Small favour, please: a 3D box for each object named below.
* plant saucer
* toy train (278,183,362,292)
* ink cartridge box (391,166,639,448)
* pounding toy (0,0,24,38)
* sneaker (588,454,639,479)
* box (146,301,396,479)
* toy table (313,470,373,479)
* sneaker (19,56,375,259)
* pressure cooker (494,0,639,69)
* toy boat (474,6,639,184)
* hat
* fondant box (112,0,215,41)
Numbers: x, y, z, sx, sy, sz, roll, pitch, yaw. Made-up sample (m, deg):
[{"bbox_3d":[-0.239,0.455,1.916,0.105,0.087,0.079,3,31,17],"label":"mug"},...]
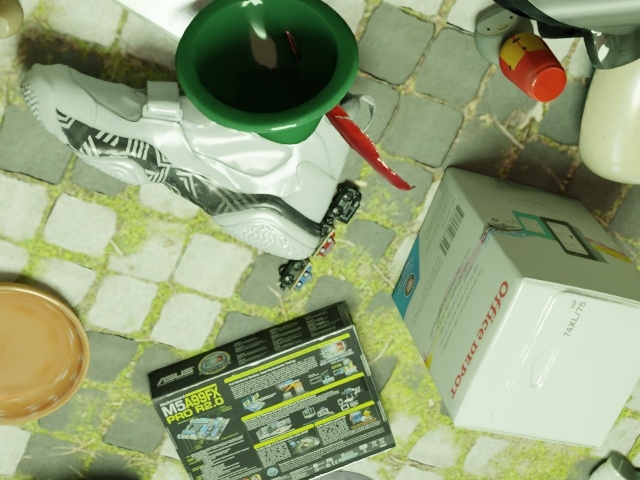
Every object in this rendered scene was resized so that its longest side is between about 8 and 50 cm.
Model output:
[{"bbox_3d":[-0.377,0.132,1.420,0.200,0.037,0.200,-6,121,-10],"label":"plant saucer"},{"bbox_3d":[0.000,0.000,1.440,0.036,0.027,0.158,23,112,-35],"label":"toy train"},{"bbox_3d":[0.236,0.076,1.395,0.197,0.270,0.198,12,116,-19],"label":"ink cartridge box"},{"bbox_3d":[-0.403,-0.259,1.122,0.269,0.154,0.155,34,107,-27],"label":"pounding toy"},{"bbox_3d":[0.454,0.367,1.747,0.152,0.054,0.061,35,122,-24],"label":"sneaker"},{"bbox_3d":[-0.058,0.220,1.532,0.270,0.060,0.216,-21,121,-1],"label":"box"},{"bbox_3d":[0.053,0.474,1.645,0.252,0.161,0.274,-28,122,3],"label":"toy table"},{"bbox_3d":[-0.120,-0.143,1.273,0.365,0.137,0.210,28,100,-18],"label":"sneaker"},{"bbox_3d":[0.300,-0.372,1.081,0.375,0.420,0.370,30,77,-36],"label":"pressure cooker"},{"bbox_3d":[0.333,-0.199,1.352,0.318,0.148,0.267,5,123,-24],"label":"toy boat"},{"bbox_3d":[-0.036,-0.125,1.205,0.173,0.208,0.183,-34,152,-13],"label":"hat"},{"bbox_3d":[-0.193,-0.369,1.144,0.330,0.096,0.238,29,109,-25],"label":"fondant box"}]
